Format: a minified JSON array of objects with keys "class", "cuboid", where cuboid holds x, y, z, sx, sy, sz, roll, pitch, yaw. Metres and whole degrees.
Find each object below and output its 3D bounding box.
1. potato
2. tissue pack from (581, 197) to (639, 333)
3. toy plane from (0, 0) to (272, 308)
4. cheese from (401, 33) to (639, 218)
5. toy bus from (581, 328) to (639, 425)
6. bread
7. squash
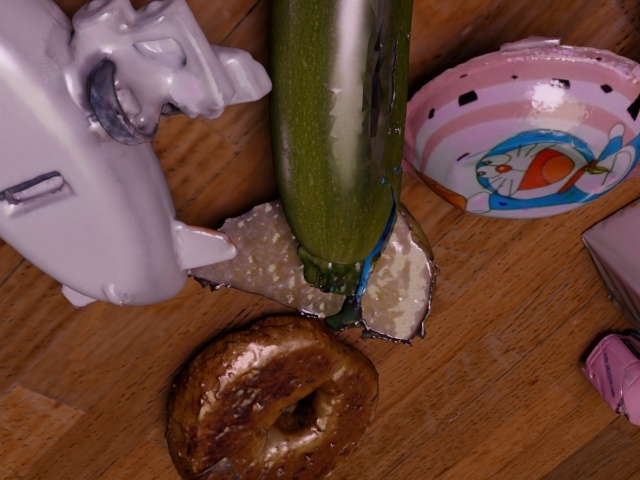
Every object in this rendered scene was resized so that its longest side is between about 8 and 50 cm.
[{"class":"potato","cuboid":[0.000,0.000,0.590,0.172,0.089,0.100,14,105,3]},{"class":"tissue pack","cuboid":[0.355,0.042,0.649,0.185,0.225,0.124,-33,131,5]},{"class":"toy plane","cuboid":[-0.145,-0.052,0.464,0.245,0.117,0.244,1,132,1]},{"class":"cheese","cuboid":[0.178,-0.069,0.548,0.286,0.074,0.189,1,153,7]},{"class":"toy bus","cuboid":[0.354,0.143,0.812,0.203,0.090,0.063,11,120,-29]},{"class":"bread","cuboid":[-0.040,0.141,0.679,0.193,0.064,0.193,-13,125,-19]},{"class":"squash","cuboid":[0.012,-0.097,0.471,0.087,0.087,0.331,-5,114,-18]}]
